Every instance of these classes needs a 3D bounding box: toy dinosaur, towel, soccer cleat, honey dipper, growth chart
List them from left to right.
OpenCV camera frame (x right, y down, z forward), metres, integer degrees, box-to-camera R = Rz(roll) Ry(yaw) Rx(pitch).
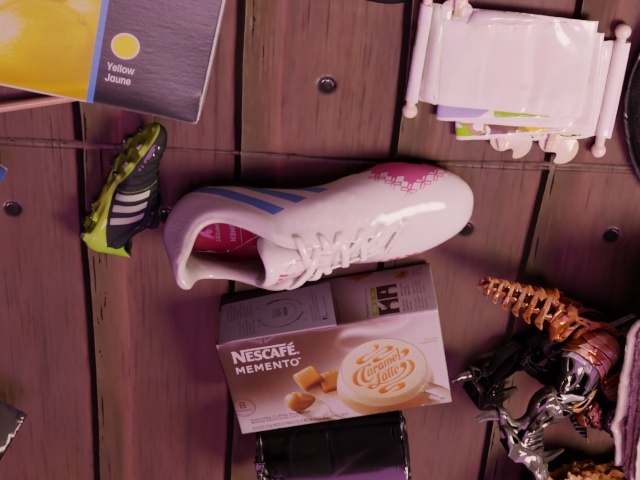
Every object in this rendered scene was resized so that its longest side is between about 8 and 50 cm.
[{"bbox_3d":[-0.302,-0.140,1.127,0.161,0.030,0.030,-9,123,2],"label":"honey dipper"},{"bbox_3d":[-0.194,-0.053,1.174,0.072,0.060,0.179,19,127,-25],"label":"soccer cleat"},{"bbox_3d":[0.000,0.000,1.156,0.331,0.143,0.116,-5,123,2],"label":"soccer cleat"},{"bbox_3d":[0.199,-0.164,1.128,0.237,0.021,0.172,9,123,-7],"label":"growth chart"},{"bbox_3d":[0.278,0.143,1.280,0.218,0.164,0.322,-42,100,8],"label":"toy dinosaur"},{"bbox_3d":[0.408,0.147,1.222,0.187,0.049,0.282,-27,136,-22],"label":"towel"}]

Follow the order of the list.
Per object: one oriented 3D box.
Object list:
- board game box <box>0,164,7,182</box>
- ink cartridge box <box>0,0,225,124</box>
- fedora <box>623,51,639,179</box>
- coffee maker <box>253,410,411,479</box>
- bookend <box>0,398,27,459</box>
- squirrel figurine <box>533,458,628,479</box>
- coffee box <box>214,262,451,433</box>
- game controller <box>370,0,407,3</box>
[{"bbox_3d":[-0.441,-0.093,1.129,0.136,0.035,0.201,-30,120,34],"label":"board game box"},{"bbox_3d":[-0.229,-0.278,1.016,0.303,0.072,0.307,11,124,-8],"label":"ink cartridge box"},{"bbox_3d":[0.468,-0.107,1.094,0.334,0.152,0.334,-1,123,-1],"label":"fedora"},{"bbox_3d":[0.017,0.262,1.312,0.178,0.171,0.120,-6,107,1],"label":"coffee maker"},{"bbox_3d":[-0.445,0.258,1.343,0.072,0.156,0.157,35,72,-22],"label":"bookend"},{"bbox_3d":[0.371,0.454,1.423,0.370,0.281,0.397,-10,96,26],"label":"squirrel figurine"},{"bbox_3d":[0.016,0.123,1.263,0.246,0.098,0.141,-9,123,4],"label":"coffee box"},{"bbox_3d":[0.061,-0.364,0.976,0.166,0.067,0.319,7,124,-17],"label":"game controller"}]
